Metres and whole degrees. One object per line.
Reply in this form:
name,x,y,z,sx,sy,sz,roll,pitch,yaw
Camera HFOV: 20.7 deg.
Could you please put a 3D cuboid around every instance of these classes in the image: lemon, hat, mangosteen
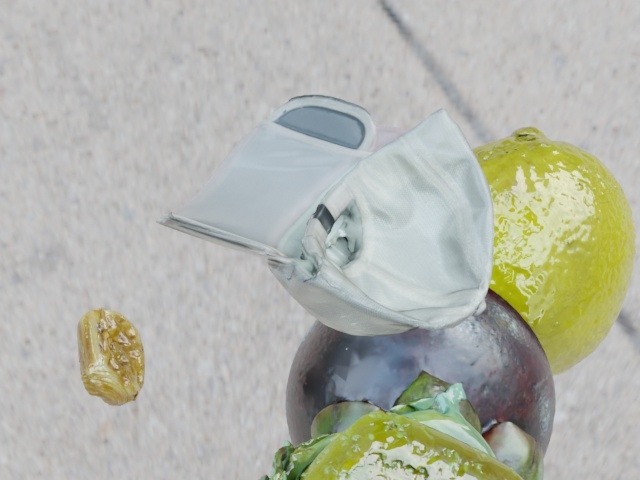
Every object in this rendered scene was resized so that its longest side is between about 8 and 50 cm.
lemon,0.235,0.026,2.058,0.268,0.268,0.322,7,93,2
hat,0.000,0.000,1.323,0.219,0.226,0.164,-47,118,-41
mangosteen,0.105,0.173,1.841,0.300,0.300,0.300,1,67,-1

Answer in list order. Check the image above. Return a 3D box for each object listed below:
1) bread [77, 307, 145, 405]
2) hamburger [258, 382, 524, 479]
bread,-0.224,0.125,1.873,0.044,0.083,0.110,-31,49,26
hamburger,0.063,0.191,1.137,0.214,0.125,0.235,39,64,-6
